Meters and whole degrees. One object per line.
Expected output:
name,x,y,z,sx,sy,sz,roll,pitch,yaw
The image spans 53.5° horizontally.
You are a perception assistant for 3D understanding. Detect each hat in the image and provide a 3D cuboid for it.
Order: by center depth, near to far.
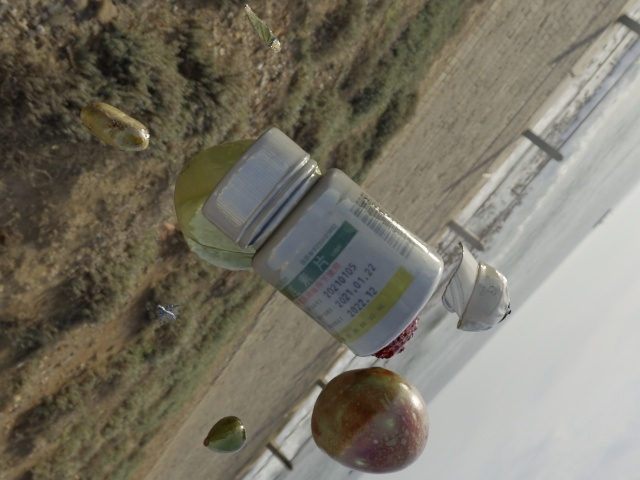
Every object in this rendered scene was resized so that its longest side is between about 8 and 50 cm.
hat,0.422,0.112,1.659,0.226,0.164,0.219,72,35,-53

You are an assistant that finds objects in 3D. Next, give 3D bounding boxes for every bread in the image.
bread,-0.153,-0.091,1.373,0.321,0.237,0.320,-12,146,-8

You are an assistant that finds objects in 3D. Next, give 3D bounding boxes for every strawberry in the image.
strawberry,0.130,0.219,1.486,0.190,0.111,0.237,-36,146,32

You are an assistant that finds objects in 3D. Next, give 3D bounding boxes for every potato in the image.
potato,-0.470,-0.258,1.451,0.080,0.171,0.107,-58,177,10

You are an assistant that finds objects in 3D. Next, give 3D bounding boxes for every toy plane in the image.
toy plane,-0.448,0.207,1.844,0.078,0.031,0.083,-43,131,1

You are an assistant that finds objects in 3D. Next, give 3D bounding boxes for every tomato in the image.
tomato,0.114,0.399,1.446,0.270,0.271,0.222,32,70,-73

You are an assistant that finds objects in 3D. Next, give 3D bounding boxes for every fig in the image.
fig,-0.191,0.393,1.268,0.088,0.074,0.074,-12,144,-36

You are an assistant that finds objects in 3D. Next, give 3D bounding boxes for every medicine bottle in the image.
medicine bottle,0.000,0.000,0.984,0.208,0.340,0.208,-50,-176,5

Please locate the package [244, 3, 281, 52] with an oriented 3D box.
package,-0.139,-0.512,1.549,0.031,0.120,0.108,-36,-178,9
